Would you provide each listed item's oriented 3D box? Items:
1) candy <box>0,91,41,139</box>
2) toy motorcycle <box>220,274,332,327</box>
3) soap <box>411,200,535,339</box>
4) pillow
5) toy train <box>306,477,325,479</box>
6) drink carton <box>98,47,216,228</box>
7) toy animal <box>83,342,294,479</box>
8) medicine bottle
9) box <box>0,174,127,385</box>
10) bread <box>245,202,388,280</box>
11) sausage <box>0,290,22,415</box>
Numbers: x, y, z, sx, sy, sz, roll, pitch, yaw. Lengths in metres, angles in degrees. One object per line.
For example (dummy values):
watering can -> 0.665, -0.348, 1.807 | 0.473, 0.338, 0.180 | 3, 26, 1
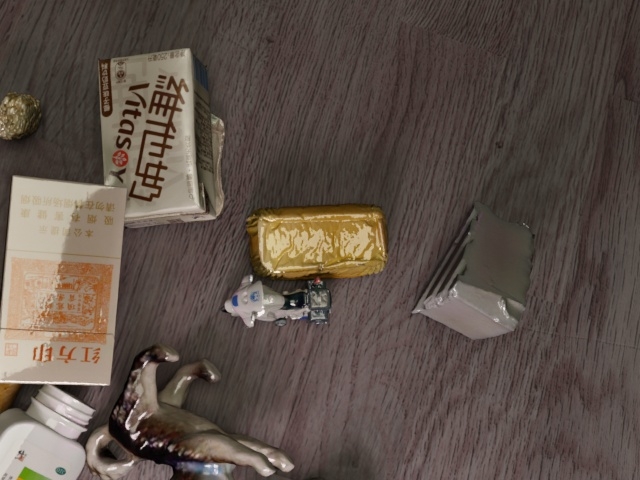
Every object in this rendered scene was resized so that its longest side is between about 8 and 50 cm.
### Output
candy -> -0.592, -0.241, 1.816 | 0.085, 0.110, 0.095 | 13, 93, -8
toy motorcycle -> -0.080, 0.120, 1.811 | 0.221, 0.150, 0.102 | -2, 73, -11
soap -> 0.342, 0.041, 1.844 | 0.159, 0.258, 0.302 | 31, 75, -2
pillow -> -0.257, -0.149, 1.886 | 0.130, 0.038, 0.233 | 0, 79, -8
toy train -> -0.045, 0.583, 1.743 | 0.304, 0.150, 0.222 | -12, 92, -13
drink carton -> -0.317, -0.199, 1.812 | 0.194, 0.132, 0.325 | -6, 81, 11
toy animal -> -0.258, 0.400, 1.699 | 0.303, 0.194, 0.344 | -45, 70, 8
medicine bottle -> -0.537, 0.417, 1.676 | 0.179, 0.124, 0.324 | 41, 71, -34
box -> -0.467, 0.075, 1.678 | 0.204, 0.051, 0.365 | 5, 88, -21
bread -> 0.000, 0.000, 1.863 | 0.288, 0.119, 0.153 | -3, 83, -9
sausage -> -0.576, 0.196, 1.727 | 0.136, 0.123, 0.501 | 38, 74, -31
